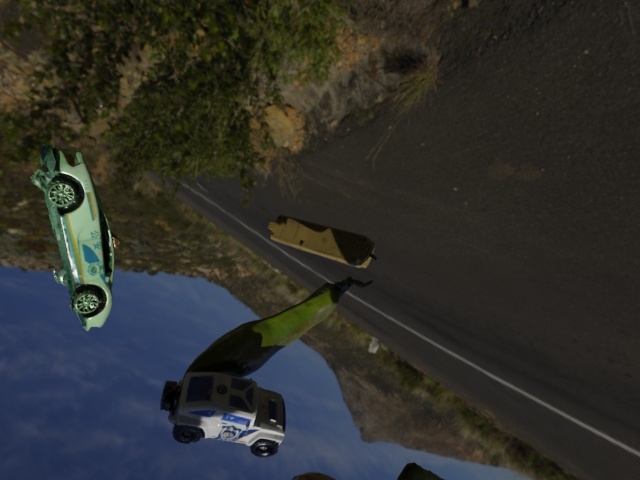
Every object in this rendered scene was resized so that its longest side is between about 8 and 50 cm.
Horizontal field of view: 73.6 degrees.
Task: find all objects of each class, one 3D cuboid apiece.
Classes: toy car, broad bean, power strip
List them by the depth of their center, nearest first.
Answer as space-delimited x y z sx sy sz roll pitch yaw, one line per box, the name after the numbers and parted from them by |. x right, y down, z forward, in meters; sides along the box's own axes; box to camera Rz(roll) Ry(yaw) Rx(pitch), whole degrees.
-0.234 -0.002 0.421 0.093 0.058 0.186 21 119 45 | toy car
-0.124 0.221 0.564 0.171 0.070 0.080 21 -150 -18 | toy car
-0.067 0.138 0.671 0.067 0.325 0.075 50 155 23 | broad bean
0.000 0.000 0.902 0.305 0.064 0.044 16 172 42 | power strip

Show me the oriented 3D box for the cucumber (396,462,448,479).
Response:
0.083 0.219 0.265 0.116 0.115 0.062 20 131 28 | cucumber

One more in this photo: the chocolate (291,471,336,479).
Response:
0.039 0.475 0.593 0.309 0.134 0.134 48 180 30 | chocolate
